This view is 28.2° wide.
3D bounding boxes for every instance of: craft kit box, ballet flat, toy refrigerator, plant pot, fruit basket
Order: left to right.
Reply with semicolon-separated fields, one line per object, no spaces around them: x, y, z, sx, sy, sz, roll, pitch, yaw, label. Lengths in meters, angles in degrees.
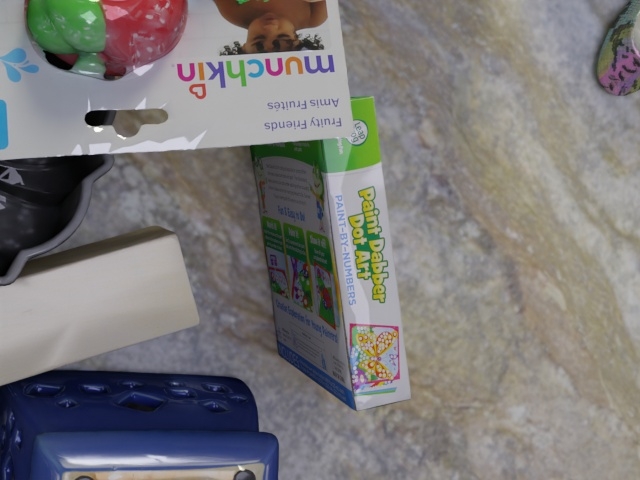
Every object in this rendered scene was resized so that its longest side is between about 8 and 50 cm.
-0.251;0.070;1.113;0.269;0.102;0.094;-17;99;-16;toy refrigerator
-0.151;-0.236;0.957;0.327;0.165;0.353;-4;70;-9;fruit basket
-0.158;0.247;1.099;0.236;0.212;0.236;3;95;-18;plant pot
0.000;0.000;1.108;0.061;0.250;0.246;-13;99;-15;craft kit box
0.367;-0.237;1.289;0.221;0.079;0.077;-47;107;-8;ballet flat

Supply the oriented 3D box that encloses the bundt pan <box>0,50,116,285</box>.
-0.333;-0.091;1.029;0.331;0.124;0.331;5;71;-14;bundt pan
